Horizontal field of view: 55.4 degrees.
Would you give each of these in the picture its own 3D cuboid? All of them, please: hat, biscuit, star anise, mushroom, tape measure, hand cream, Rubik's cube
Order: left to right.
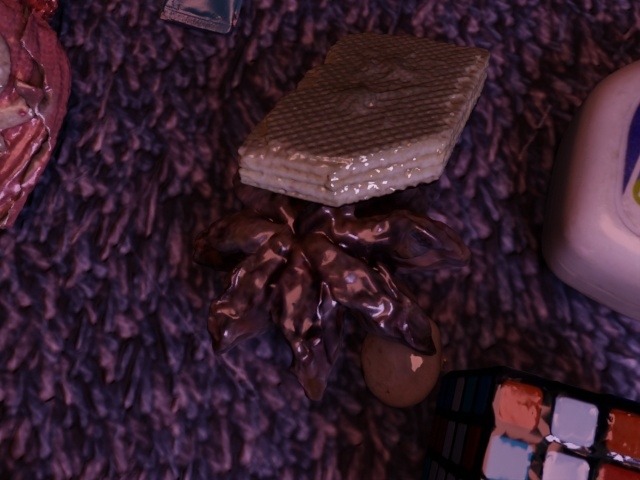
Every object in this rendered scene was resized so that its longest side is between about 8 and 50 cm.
[{"bbox_3d":[-0.341,-0.171,0.587,0.236,0.107,0.287,28,82,-3],"label":"hat"},{"bbox_3d":[-0.106,-0.333,0.662,0.083,0.048,0.225,14,81,2],"label":"hand cream"},{"bbox_3d":[0.001,0.000,0.510,0.235,0.109,0.223,-20,51,-2],"label":"star anise"},{"bbox_3d":[0.048,-0.114,0.522,0.150,0.052,0.252,15,43,18],"label":"biscuit"},{"bbox_3d":[0.079,0.105,0.536,0.079,0.085,0.085,24,72,-37],"label":"mushroom"},{"bbox_3d":[0.173,0.204,0.444,0.182,0.184,0.187,15,75,5],"label":"Rubik's cube"},{"bbox_3d":[0.342,-0.041,0.537,0.265,0.130,0.258,27,75,13],"label":"tape measure"}]
